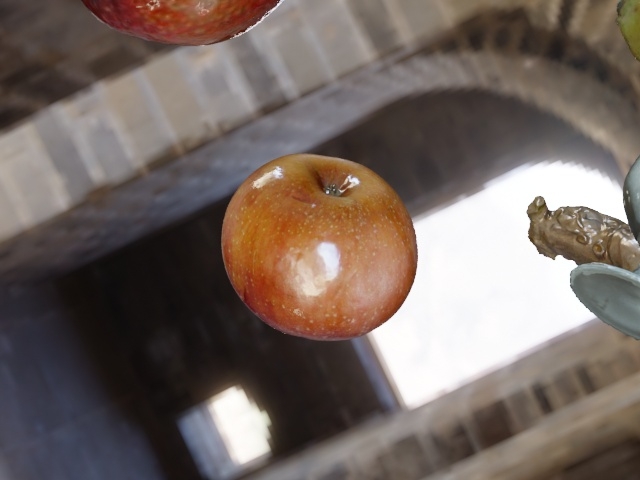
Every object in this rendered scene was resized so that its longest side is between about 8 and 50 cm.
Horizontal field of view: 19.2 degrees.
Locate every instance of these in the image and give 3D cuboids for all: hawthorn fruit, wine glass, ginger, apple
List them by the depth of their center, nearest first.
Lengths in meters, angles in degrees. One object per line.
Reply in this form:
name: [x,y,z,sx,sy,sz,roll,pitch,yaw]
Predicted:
hawthorn fruit: [-0.074,-0.203,1.160,0.188,0.169,0.169,-15,77,-49]
wine glass: [0.287,-0.041,1.452,0.103,0.231,0.103,28,-20,11]
apple: [0.000,0.000,1.904,0.201,0.201,0.162,-106,-163,-58]
ginger: [0.358,0.026,2.187,0.290,0.084,0.122,21,-35,39]

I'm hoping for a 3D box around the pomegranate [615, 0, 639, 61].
pomegranate: [0.479,-0.222,2.049,0.310,0.216,0.358,39,31,-25]
